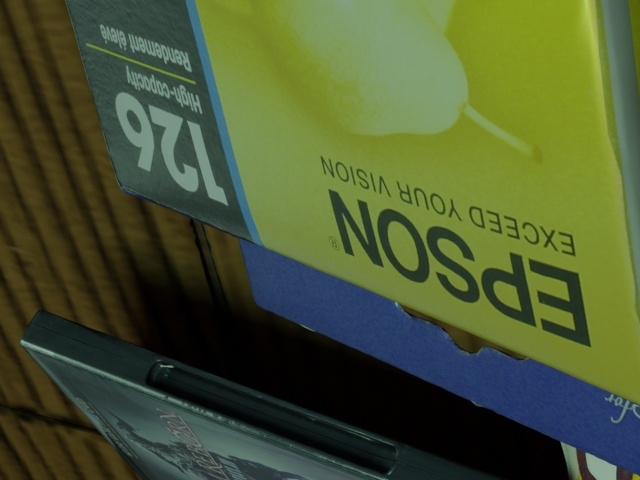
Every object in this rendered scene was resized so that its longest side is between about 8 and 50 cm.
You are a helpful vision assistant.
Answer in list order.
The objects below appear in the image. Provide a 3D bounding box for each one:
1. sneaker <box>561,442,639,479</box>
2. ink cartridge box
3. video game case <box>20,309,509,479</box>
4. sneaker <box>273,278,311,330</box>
[{"bbox_3d":[0.158,0.140,0.711,0.084,0.069,0.185,20,139,44],"label":"sneaker"},{"bbox_3d":[0.009,-0.056,0.534,0.303,0.072,0.307,20,130,49],"label":"ink cartridge box"},{"bbox_3d":[-0.003,0.126,0.785,0.274,0.026,0.196,17,157,22],"label":"video game case"},{"bbox_3d":[0.000,0.000,0.709,0.043,0.040,0.109,4,129,31],"label":"sneaker"}]
